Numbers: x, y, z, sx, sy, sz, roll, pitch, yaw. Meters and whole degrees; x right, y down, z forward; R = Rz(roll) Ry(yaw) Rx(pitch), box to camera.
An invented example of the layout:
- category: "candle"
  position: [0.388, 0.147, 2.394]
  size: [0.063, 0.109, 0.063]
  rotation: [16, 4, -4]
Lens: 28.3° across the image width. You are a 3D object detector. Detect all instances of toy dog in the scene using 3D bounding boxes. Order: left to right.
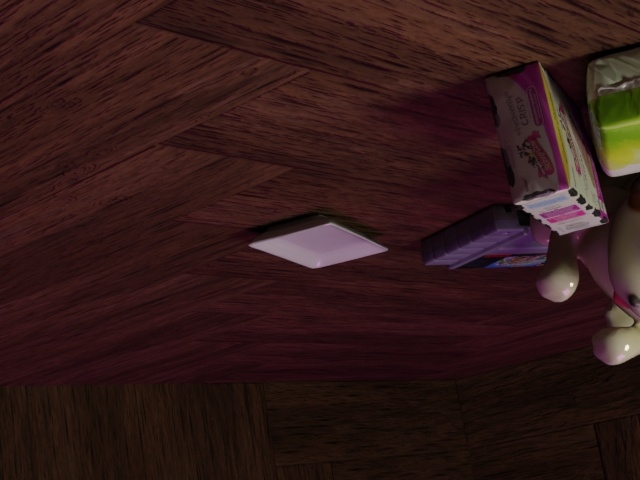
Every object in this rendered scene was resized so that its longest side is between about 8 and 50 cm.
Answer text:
- category: "toy dog"
  position: [0.501, 0.012, 1.776]
  size: [0.396, 0.284, 0.408]
  rotation: [-29, -179, 9]

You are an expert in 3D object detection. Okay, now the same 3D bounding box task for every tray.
- category: "tray"
  position: [0.000, 0.000, 2.062]
  size: [0.145, 0.030, 0.270]
  rotation: [-15, 165, 20]

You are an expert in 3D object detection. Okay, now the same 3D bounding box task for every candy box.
- category: "candy box"
  position: [0.279, -0.105, 1.539]
  size: [0.071, 0.159, 0.233]
  rotation: [-16, 166, 21]

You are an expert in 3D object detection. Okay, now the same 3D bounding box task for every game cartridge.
- category: "game cartridge"
  position: [0.381, -0.005, 2.249]
  size: [0.355, 0.068, 0.230]
  rotation: [-1, 160, -31]

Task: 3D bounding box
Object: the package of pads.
- category: "package of pads"
  position: [0.470, -0.173, 1.517]
  size: [0.297, 0.101, 0.229]
  rotation: [-12, 165, 11]
